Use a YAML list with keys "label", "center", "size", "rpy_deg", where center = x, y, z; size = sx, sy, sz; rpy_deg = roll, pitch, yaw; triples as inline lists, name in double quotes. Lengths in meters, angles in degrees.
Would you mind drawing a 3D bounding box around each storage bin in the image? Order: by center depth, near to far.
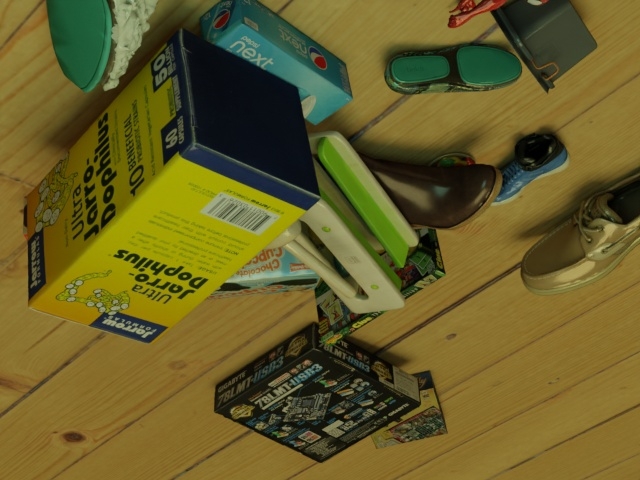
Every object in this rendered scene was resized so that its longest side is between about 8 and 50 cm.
- label: "storage bin"
  center: [0.297, -0.266, 1.443]
  size: [0.091, 0.098, 0.135]
  rpy_deg: [-34, 141, 17]

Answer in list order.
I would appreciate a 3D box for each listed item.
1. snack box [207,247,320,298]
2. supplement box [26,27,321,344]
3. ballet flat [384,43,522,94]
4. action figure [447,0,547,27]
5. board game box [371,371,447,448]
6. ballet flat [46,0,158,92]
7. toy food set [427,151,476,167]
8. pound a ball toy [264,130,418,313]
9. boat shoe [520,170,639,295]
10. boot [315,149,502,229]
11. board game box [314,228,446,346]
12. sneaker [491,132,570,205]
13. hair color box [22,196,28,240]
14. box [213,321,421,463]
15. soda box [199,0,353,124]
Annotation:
- label: "snack box"
  center: [-0.163, 0.055, 1.765]
  size: [0.322, 0.060, 0.187]
  rpy_deg: [-6, 170, -5]
- label: "supplement box"
  center: [-0.197, -0.055, 1.400]
  size: [0.195, 0.194, 0.356]
  rpy_deg: [22, 131, -37]
- label: "ballet flat"
  center: [0.176, -0.228, 1.502]
  size: [0.188, 0.070, 0.070]
  rpy_deg: [0, 145, -10]
- label: "action figure"
  center: [0.152, -0.318, 1.329]
  size: [0.280, 0.091, 0.139]
  rpy_deg: [16, 132, -30]
- label: "board game box"
  center: [0.174, 0.365, 2.372]
  size: [0.165, 0.042, 0.243]
  rpy_deg: [-13, 146, 6]
- label: "ballet flat"
  center: [-0.219, -0.323, 1.207]
  size: [0.147, 0.147, 0.409]
  rpy_deg: [-1, 146, -12]
- label: "toy food set"
  center: [0.199, -0.105, 1.710]
  size: [0.083, 0.020, 0.083]
  rpy_deg: [7, 143, -23]
- label: "pound a ball toy"
  center: [0.000, 0.000, 1.561]
  size: [0.136, 0.208, 0.319]
  rpy_deg: [-7, 142, 32]
- label: "boat shoe"
  center: [0.463, -0.033, 1.804]
  size: [0.341, 0.121, 0.110]
  rpy_deg: [-33, 136, 16]
- label: "boot"
  center: [0.117, -0.083, 1.636]
  size: [0.207, 0.090, 0.248]
  rpy_deg: [26, 147, -37]
- label: "board game box"
  center: [0.090, 0.058, 1.821]
  size: [0.030, 0.136, 0.260]
  rpy_deg: [27, 132, -36]
- label: "sneaker"
  center: [0.300, -0.111, 1.688]
  size: [0.152, 0.058, 0.084]
  rpy_deg: [-26, 148, 17]
- label: "hair color box"
  center: [-0.361, -0.039, 1.628]
  size: [0.141, 0.072, 0.043]
  rpy_deg: [-13, 145, 4]
- label: "box"
  center: [-0.006, 0.306, 2.182]
  size: [0.293, 0.073, 0.295]
  rpy_deg: [32, 128, -30]
- label: "soda box"
  center: [-0.054, -0.232, 1.424]
  size: [0.071, 0.067, 0.210]
  rpy_deg: [-32, 139, 29]
